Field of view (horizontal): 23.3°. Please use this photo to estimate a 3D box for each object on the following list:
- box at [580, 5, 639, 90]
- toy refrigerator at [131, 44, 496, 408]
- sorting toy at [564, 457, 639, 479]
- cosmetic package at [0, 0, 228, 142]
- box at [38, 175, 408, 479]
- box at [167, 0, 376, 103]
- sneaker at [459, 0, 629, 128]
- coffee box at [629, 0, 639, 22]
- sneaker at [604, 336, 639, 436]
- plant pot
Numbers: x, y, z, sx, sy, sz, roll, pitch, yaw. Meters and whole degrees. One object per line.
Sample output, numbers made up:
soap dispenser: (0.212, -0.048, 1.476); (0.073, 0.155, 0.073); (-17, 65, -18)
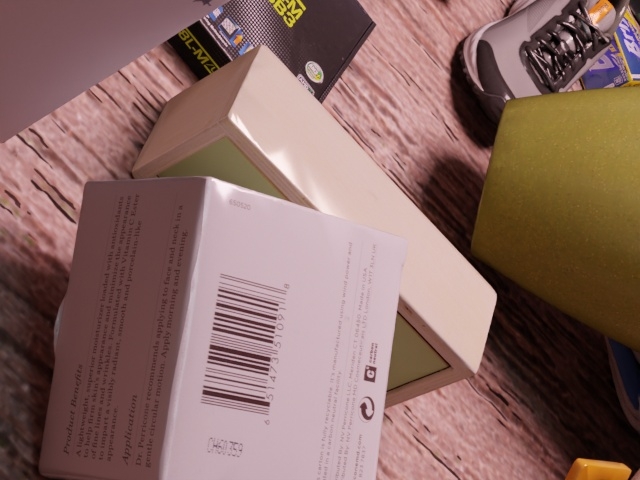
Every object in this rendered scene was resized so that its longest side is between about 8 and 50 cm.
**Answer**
box: (0.288, -0.231, 1.624); (0.054, 0.059, 0.169); (-7, 75, -49)
toy refrigerator: (0.000, 0.000, 1.111); (0.269, 0.102, 0.094); (46, 41, -24)
sorting toy: (0.295, 0.220, 1.307); (0.348, 0.196, 0.047); (29, 6, -44)
cosmetic package: (-0.180, -0.210, 0.913); (0.138, 0.224, 0.224); (13, 59, -47)
box: (-0.056, 0.068, 0.947); (0.182, 0.119, 0.181); (16, 78, -45)
box: (-0.055, -0.189, 1.200); (0.190, 0.045, 0.184); (51, 42, -16)
sneaker: (0.216, -0.187, 1.475); (0.100, 0.108, 0.271); (56, 39, -14)
coffee box: (0.419, -0.289, 1.831); (0.113, 0.040, 0.184); (54, 39, -15)
sneaker: (0.370, 0.079, 1.484); (0.236, 0.130, 0.323); (41, 48, -34)
plant pot: (0.282, -0.018, 1.298); (0.293, 0.275, 0.275); (13, 46, 7)
